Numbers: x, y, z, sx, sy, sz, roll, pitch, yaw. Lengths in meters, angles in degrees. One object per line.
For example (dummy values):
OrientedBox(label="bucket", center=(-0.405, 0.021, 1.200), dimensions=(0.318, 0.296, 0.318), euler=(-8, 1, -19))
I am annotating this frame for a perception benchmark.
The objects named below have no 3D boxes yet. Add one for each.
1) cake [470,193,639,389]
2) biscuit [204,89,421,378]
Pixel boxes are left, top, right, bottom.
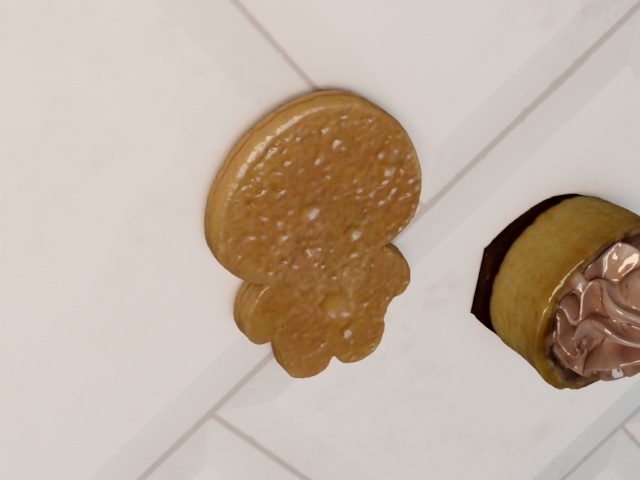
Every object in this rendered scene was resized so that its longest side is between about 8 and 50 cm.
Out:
OrientedBox(label="cake", center=(0.278, 0.071, 1.165), dimensions=(0.207, 0.178, 0.185), euler=(-31, 132, -4))
OrientedBox(label="biscuit", center=(0.000, -0.001, 1.044), dimensions=(0.202, 0.044, 0.289), euler=(-21, 130, -15))
